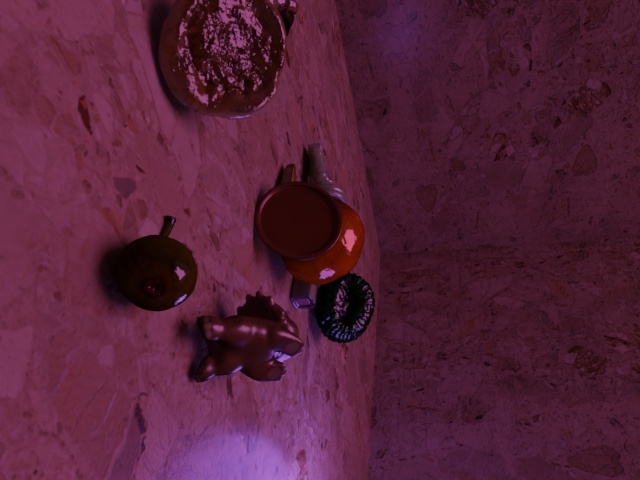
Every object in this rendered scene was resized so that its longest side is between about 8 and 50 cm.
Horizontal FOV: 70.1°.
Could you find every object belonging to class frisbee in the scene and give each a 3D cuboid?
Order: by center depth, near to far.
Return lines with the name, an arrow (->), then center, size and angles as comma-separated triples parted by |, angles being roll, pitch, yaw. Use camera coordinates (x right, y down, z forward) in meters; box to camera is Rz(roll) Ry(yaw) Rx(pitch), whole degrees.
frisbee -> -0.061, -0.059, 1.300 | 0.021, 0.250, 0.251 | 106, -12, -63

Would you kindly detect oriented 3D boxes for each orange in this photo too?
orange -> 0.000, 0.000, 1.434 | 0.226, 0.283, 0.284 | 49, 35, -40

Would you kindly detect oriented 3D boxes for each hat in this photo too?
hat -> 0.078, 0.289, 1.873 | 0.274, 0.242, 0.332 | -63, 178, -22

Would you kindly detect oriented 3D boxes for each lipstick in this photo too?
lipstick -> -0.047, 0.116, 1.618 | 0.077, 0.078, 0.253 | 68, 21, -47

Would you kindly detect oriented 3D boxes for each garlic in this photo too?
garlic -> -0.146, -0.669, 1.292 | 0.245, 0.160, 0.245 | -4, 90, -75

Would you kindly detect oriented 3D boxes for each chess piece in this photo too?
chess piece -> -0.001, -0.239, 1.824 | 0.176, 0.175, 0.298 | 65, 12, -55

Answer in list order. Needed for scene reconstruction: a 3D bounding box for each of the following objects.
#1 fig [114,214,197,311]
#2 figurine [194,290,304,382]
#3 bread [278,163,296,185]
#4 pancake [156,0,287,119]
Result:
fig -> -0.271, 0.022, 0.764 | 0.236, 0.124, 0.124 | -118, -168, -57
figurine -> -0.160, 0.201, 0.993 | 0.173, 0.247, 0.177 | 47, -51, 52
bread -> -0.112, -0.175, 1.498 | 0.073, 0.053, 0.214 | 76, 14, -46
pancake -> -0.186, -0.379, 0.913 | 0.282, 0.049, 0.283 | -10, 109, -32
